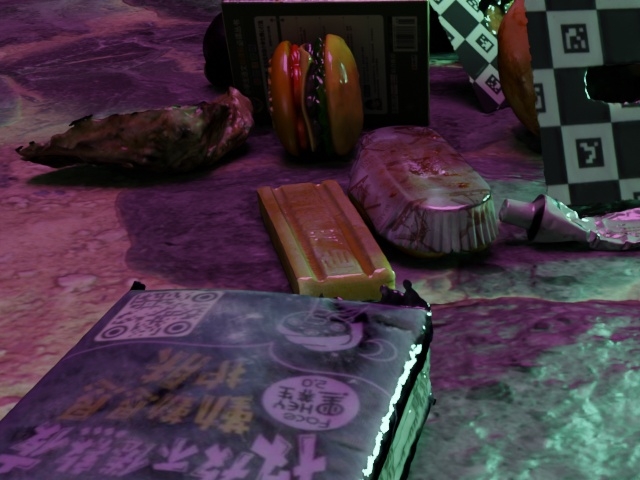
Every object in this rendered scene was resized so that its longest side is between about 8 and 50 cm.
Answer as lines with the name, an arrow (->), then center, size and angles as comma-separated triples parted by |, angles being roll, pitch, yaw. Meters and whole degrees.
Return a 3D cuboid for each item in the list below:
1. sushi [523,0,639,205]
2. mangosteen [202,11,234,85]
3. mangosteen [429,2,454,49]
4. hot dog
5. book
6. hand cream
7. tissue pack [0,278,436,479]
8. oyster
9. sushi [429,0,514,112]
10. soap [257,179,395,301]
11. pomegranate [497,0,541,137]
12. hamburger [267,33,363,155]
sushi -> 0.380, -0.216, 1.270 | 0.359, 0.342, 0.064 | -6, -4, -18
mangosteen -> -0.124, -0.293, 1.734 | 0.137, 0.137, 0.151 | -22, -4, -38
mangosteen -> 0.220, -0.461, 1.908 | 0.307, 0.306, 0.347 | -7, -5, -11
hot dog -> 0.103, -0.054, 1.206 | 0.144, 0.075, 0.268 | -9, 27, -4
book -> 0.012, -0.236, 1.482 | 0.264, 0.202, 0.027 | 1, 46, 7
hand cream -> 0.311, -0.023, 1.151 | 0.257, 0.050, 0.084 | -1, 27, -5
tissue pack -> -0.083, 0.148, 0.706 | 0.260, 0.122, 0.361 | 3, 26, 15
oyster -> -0.223, -0.119, 1.394 | 0.295, 0.094, 0.166 | -14, 6, -3
sushi -> 0.278, -0.320, 1.697 | 0.290, 0.264, 0.050 | -17, -15, -35
soap -> 0.000, -0.001, 1.138 | 0.092, 0.037, 0.252 | -8, 24, -10
pomegranate -> 0.338, -0.227, 1.405 | 0.248, 0.248, 0.248 | -2, 23, 1
hamburger -> -0.006, -0.179, 1.407 | 0.115, 0.162, 0.162 | -6, 23, 4
